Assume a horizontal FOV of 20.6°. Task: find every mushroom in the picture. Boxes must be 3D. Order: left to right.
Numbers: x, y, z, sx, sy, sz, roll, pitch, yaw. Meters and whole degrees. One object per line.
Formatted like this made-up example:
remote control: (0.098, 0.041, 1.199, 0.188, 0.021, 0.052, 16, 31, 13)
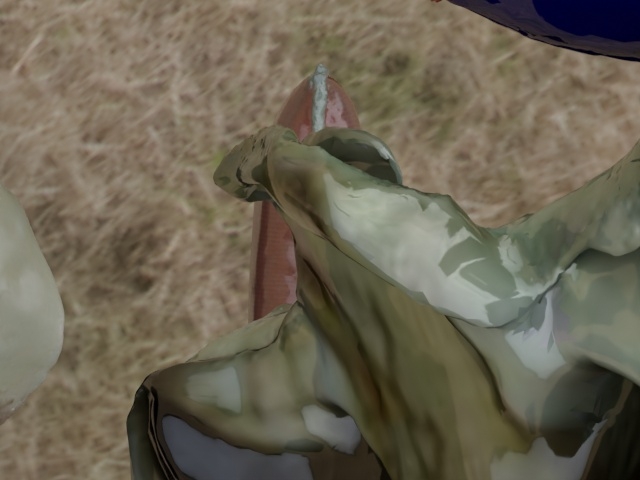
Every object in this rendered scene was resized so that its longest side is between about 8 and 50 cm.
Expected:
mushroom: (0.071, 0.060, 0.435, 0.130, 0.344, 0.247, -27, 79, -31)

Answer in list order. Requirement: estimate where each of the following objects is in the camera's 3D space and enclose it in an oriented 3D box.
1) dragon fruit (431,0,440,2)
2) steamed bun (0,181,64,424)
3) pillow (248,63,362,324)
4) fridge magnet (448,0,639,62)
dragon fruit: (0.113, -0.349, 1.590, 0.210, 0.205, 0.268, -8, 90, -61)
steamed bun: (-0.380, 0.018, 1.285, 0.219, 0.309, 0.324, -33, 112, -62)
pillow: (0.000, 0.000, 0.951, 0.075, 0.171, 0.179, 2, 92, -1)
fridge magnet: (0.099, -0.183, 0.505, 0.112, 0.265, 0.265, -23, 90, -53)
